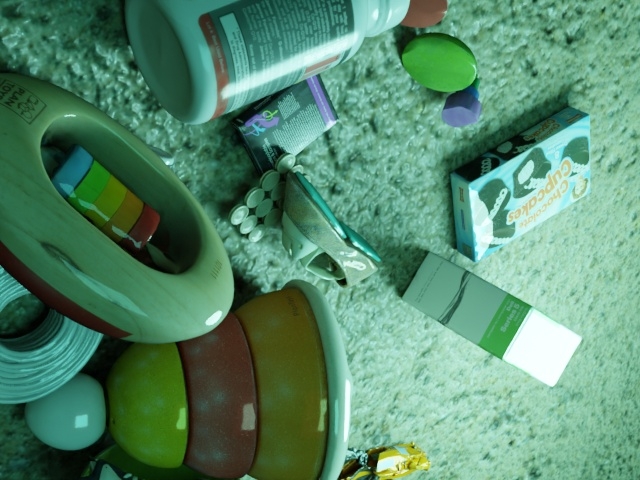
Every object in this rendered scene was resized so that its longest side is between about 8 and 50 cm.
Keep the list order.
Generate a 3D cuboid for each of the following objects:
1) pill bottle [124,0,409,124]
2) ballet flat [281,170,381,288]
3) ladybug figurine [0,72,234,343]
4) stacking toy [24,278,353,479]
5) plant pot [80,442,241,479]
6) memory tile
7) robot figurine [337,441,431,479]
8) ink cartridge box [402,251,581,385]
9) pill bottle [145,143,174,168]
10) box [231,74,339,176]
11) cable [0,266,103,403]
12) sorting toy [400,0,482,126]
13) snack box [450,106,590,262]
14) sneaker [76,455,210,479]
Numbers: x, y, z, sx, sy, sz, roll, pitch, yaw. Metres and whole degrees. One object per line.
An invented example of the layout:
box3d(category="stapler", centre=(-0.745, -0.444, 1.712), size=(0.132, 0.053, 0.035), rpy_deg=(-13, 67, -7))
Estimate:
box3d(category="pill bottle", centre=(-0.066, -0.316, 1.470), size=(0.363, 0.210, 0.210), rpy_deg=(-27, 128, -25))
box3d(category="ballet flat", centre=(0.000, 0.000, 1.771), size=(0.106, 0.107, 0.316), rpy_deg=(-38, 140, 6))
box3d(category="ladybug figurine", centre=(-0.312, -0.027, 1.386), size=(0.162, 0.305, 0.449), rpy_deg=(-36, 109, 29))
box3d(category="stacking toy", centre=(-0.216, 0.243, 1.667), size=(0.480, 0.350, 0.351), rpy_deg=(-2, 116, -18))
box3d(category="plant pot", centre=(-0.283, 0.519, 1.761), size=(0.274, 0.275, 0.293), rpy_deg=(-13, 138, -34))
box3d(category="memory tile", centre=(-0.081, -0.068, 1.715), size=(0.148, 0.012, 0.113), rpy_deg=(-48, 150, -3))
box3d(category="robot figurine", centre=(0.083, 0.504, 2.150), size=(0.291, 0.085, 0.211), rpy_deg=(-7, 117, -37))
box3d(category="ink cartridge box", centre=(0.320, 0.145, 2.010), size=(0.198, 0.273, 0.115), rpy_deg=(28, 92, -45))
box3d(category="pill bottle", centre=(-0.261, -0.078, 1.548), size=(0.065, 0.065, 0.116), rpy_deg=(10, 108, -42))
box3d(category="box", centre=(-0.054, -0.189, 1.681), size=(0.162, 0.029, 0.116), rpy_deg=(-41, 135, -16))
box3d(category="cable", centre=(-0.424, 0.104, 1.499), size=(0.257, 0.089, 0.257), rpy_deg=(-39, 133, -16))
box3d(category="sorting toy", centre=(0.205, -0.351, 1.776), size=(0.365, 0.127, 0.126), rpy_deg=(57, 45, -46))
box3d(category="snack box", centre=(0.396, -0.111, 2.074), size=(0.322, 0.060, 0.187), rpy_deg=(-30, 130, -24))
box3d(category="sneaker", centre=(-0.286, 0.377, 1.616), size=(0.235, 0.153, 0.094), rpy_deg=(-22, 151, -27))
